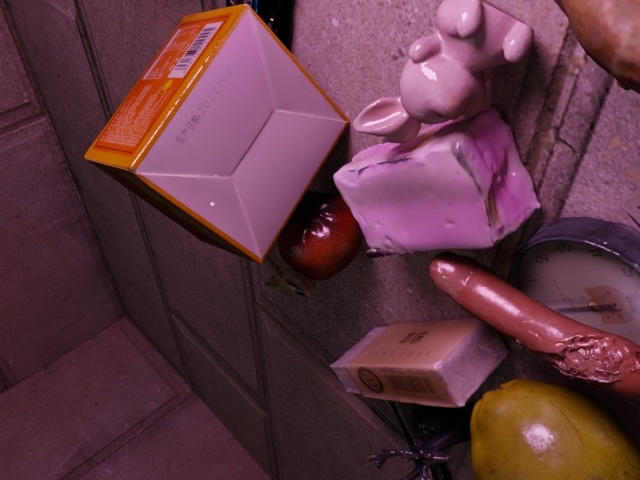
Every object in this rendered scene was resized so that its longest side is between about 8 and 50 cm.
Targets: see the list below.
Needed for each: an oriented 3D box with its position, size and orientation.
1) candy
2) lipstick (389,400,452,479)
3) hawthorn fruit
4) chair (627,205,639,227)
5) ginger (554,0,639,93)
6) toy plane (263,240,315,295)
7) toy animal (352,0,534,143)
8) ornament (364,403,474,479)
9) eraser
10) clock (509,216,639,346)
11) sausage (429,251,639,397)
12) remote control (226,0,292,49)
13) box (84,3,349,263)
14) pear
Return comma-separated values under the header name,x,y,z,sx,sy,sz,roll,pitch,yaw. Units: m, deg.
name,x,y,z,sx,sy,sz,roll,pitch,yaw
candy,0.145,-0.069,0.796,0.265,0.116,0.155,-7,112,59
lipstick,0.199,0.401,1.263,0.051,0.051,0.312,-2,116,59
hawthorn fruit,0.000,0.000,1.069,0.157,0.157,0.194,42,166,24
chair,0.365,-0.010,0.604,0.086,0.037,0.042,50,139,19
ginger,0.278,-0.241,0.379,0.244,0.155,0.304,38,147,33
toy plane,-0.088,0.042,1.290,0.244,0.092,0.229,35,143,32
toy animal,0.139,-0.172,0.664,0.124,0.124,0.212,46,128,18
ornament,0.176,0.376,1.077,0.202,0.236,0.080,-15,101,59
eraser,0.159,0.210,1.031,0.078,0.144,0.343,58,151,-7
clock,0.339,0.077,0.722,0.226,0.049,0.226,36,145,31
sausage,0.264,0.099,0.736,0.304,0.078,0.078,31,142,39
remote control,-0.097,-0.422,0.859,0.144,0.062,0.399,42,149,22
box,-0.158,-0.160,0.909,0.214,0.283,0.259,19,163,48
pear,0.332,0.311,0.809,0.269,0.212,0.212,46,150,22
